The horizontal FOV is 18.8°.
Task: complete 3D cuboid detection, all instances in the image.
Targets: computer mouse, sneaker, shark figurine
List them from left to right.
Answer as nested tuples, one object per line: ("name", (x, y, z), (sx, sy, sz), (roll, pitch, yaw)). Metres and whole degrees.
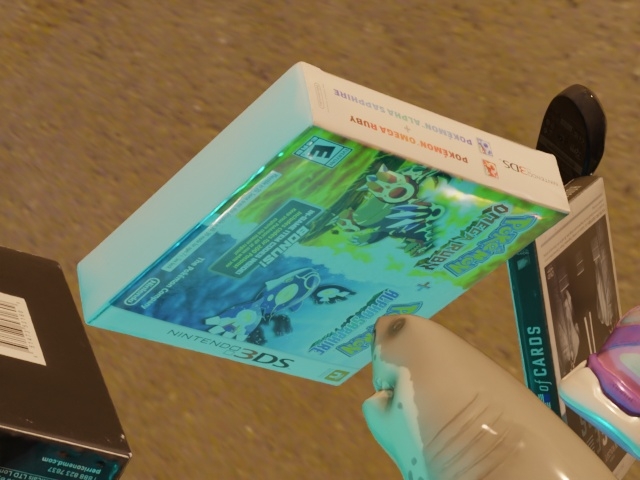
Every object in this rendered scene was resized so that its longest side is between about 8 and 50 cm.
("computer mouse", (0.222, -0.040, 1.793), (0.041, 0.071, 0.242), (-16, 136, -32))
("sneaker", (0.242, 0.081, 1.334), (0.095, 0.236, 0.104), (36, 102, 13))
("shark figurine", (0.117, 0.141, 0.636), (0.116, 0.166, 0.278), (-27, 95, -6))

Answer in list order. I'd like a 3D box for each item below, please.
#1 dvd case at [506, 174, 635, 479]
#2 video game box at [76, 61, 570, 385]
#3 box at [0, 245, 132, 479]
("dvd case", (0.196, 0.086, 1.485), (0.179, 0.030, 0.238), (-33, 116, -61))
("video game box", (0.000, 0.000, 1.060), (0.187, 0.048, 0.205), (14, 139, -38))
("box", (-0.314, 0.186, 1.534), (0.183, 0.296, 0.294), (17, 112, -27))
